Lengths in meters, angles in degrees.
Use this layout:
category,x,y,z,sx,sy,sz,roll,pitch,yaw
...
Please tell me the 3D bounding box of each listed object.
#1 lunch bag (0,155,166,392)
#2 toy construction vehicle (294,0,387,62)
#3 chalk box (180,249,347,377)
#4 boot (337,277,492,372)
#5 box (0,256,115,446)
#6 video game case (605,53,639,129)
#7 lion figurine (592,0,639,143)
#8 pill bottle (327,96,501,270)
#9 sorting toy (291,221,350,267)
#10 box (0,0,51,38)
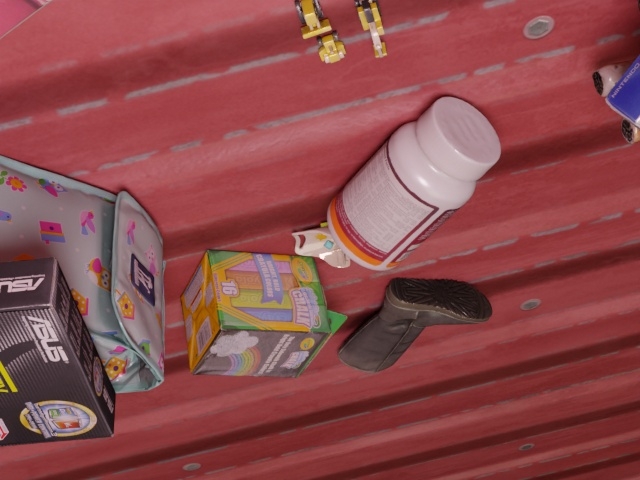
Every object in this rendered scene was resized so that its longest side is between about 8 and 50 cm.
category,x,y,z,sx,sy,sz,roll,pitch,yaw
lunch bag,-0.292,0.048,1.229,0.262,0.223,0.160,19,136,-32
toy construction vehicle,0.025,-0.219,1.110,0.086,0.035,0.098,-15,147,4
chalk box,-0.071,0.105,1.485,0.213,0.132,0.132,5,142,-27
boot,0.146,0.144,1.670,0.190,0.076,0.208,13,135,-12
box,-0.345,0.126,1.088,0.216,0.060,0.270,-4,143,0
video game case,0.451,-0.186,1.066,0.244,0.061,0.269,26,108,-37
lion figurine,0.423,-0.244,1.120,0.240,0.142,0.392,-17,144,-6
pill bottle,0.112,-0.068,1.291,0.121,0.121,0.221,11,140,-32
sorting toy,0.000,0.000,1.434,0.075,0.045,0.083,-5,148,2
box,-0.316,-0.237,0.859,0.232,0.148,0.127,-29,143,23
